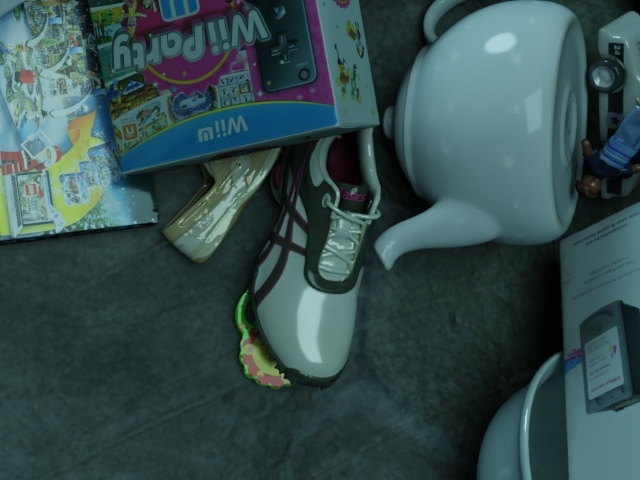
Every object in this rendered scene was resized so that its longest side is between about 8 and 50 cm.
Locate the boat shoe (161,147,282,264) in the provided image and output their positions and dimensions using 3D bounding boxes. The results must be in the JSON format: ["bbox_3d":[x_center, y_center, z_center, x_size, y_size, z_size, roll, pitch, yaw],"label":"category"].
[{"bbox_3d":[-0.093,-0.061,1.086,0.059,0.063,0.170,35,78,-16],"label":"boat shoe"}]

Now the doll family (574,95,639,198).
[{"bbox_3d":[0.329,-0.075,1.102,0.193,0.111,0.076,25,34,-21],"label":"doll family"}]

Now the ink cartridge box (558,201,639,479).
[{"bbox_3d":[0.345,0.145,1.062,0.226,0.131,0.306,33,44,-30],"label":"ink cartridge box"}]

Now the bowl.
[{"bbox_3d":[0.243,0.264,1.084,0.298,0.134,0.297,26,49,-34],"label":"bowl"}]

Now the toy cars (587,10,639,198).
[{"bbox_3d":[0.368,-0.234,1.173,0.176,0.087,0.393,29,75,-53],"label":"toy cars"}]

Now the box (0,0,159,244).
[{"bbox_3d":[-0.248,-0.119,1.057,0.159,0.044,0.233,-7,87,-16],"label":"box"}]

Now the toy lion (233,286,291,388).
[{"bbox_3d":[-0.047,0.092,1.104,0.100,0.034,0.096,45,83,-7],"label":"toy lion"}]

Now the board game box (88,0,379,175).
[{"bbox_3d":[-0.089,-0.227,0.992,0.224,0.097,0.303,-10,92,24],"label":"board game box"}]

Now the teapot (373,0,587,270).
[{"bbox_3d":[0.154,-0.120,1.098,0.187,0.256,0.252,5,108,22],"label":"teapot"}]

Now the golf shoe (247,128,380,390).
[{"bbox_3d":[0.000,0.000,1.050,0.105,0.120,0.272,9,71,-23],"label":"golf shoe"}]
